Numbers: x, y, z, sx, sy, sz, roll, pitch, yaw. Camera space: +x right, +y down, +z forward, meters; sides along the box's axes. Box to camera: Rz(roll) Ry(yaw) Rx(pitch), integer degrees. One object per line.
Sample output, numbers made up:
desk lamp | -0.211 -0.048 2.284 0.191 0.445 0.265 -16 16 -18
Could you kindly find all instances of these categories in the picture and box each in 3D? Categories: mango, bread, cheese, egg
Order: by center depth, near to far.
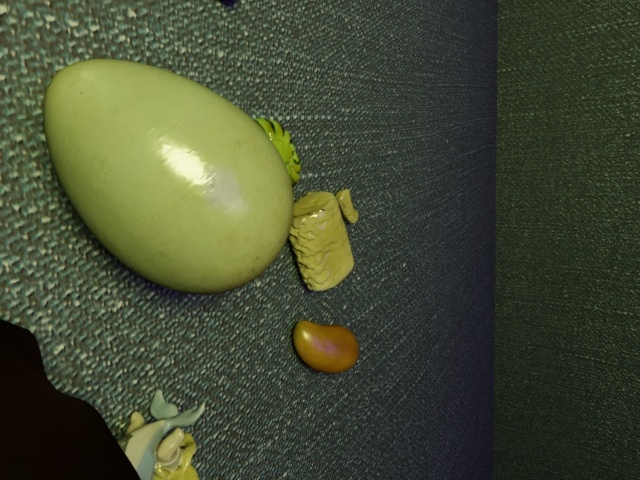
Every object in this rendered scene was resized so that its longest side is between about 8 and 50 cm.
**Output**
egg | -0.160 -0.068 0.465 0.295 0.218 0.219 45 57 -31
bread | -0.085 -0.134 0.685 0.130 0.071 0.139 -19 109 -47
cheese | 0.000 0.000 0.795 0.123 0.093 0.167 -46 129 -44
mango | 0.013 0.220 0.848 0.184 0.084 0.102 33 66 -45
cheese | 0.061 -0.078 0.927 0.044 0.030 0.083 -54 128 -28

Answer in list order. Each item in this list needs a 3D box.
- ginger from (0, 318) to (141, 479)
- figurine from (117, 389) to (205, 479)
ginger | -0.268 0.210 0.243 0.211 0.358 0.413 -41 99 -14
figurine | -0.209 0.303 0.514 0.184 0.128 0.209 50 50 -47
